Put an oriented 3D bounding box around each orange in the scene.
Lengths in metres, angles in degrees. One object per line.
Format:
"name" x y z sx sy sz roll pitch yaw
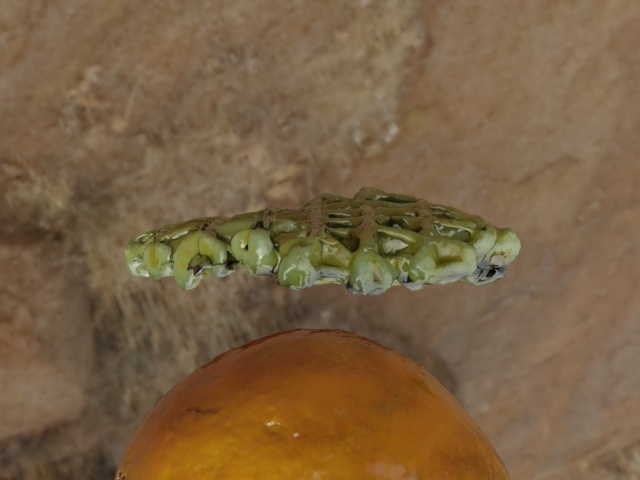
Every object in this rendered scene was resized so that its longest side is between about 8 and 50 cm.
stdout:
"orange" -0.004 0.201 0.993 0.284 0.284 0.226 -47 163 31

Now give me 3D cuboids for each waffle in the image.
"waffle" 0.000 0.000 1.311 0.297 0.317 0.073 -5 100 -40
